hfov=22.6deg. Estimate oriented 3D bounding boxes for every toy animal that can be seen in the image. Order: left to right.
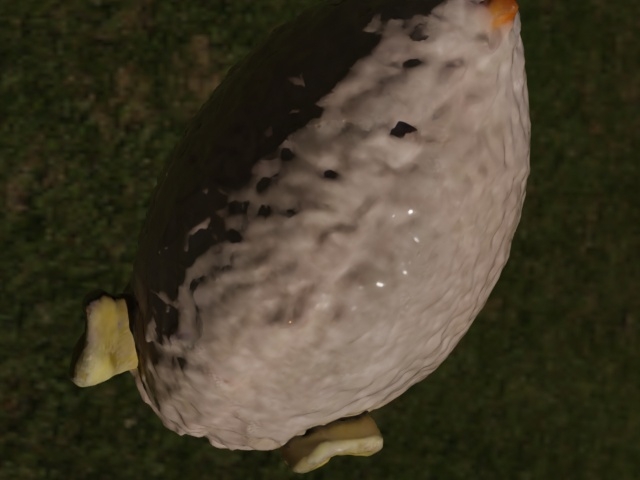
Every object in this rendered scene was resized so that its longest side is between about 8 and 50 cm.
[{"bbox_3d":[0.002,-0.004,0.851,0.358,0.188,0.226,-59,-176,47],"label":"toy animal"}]
